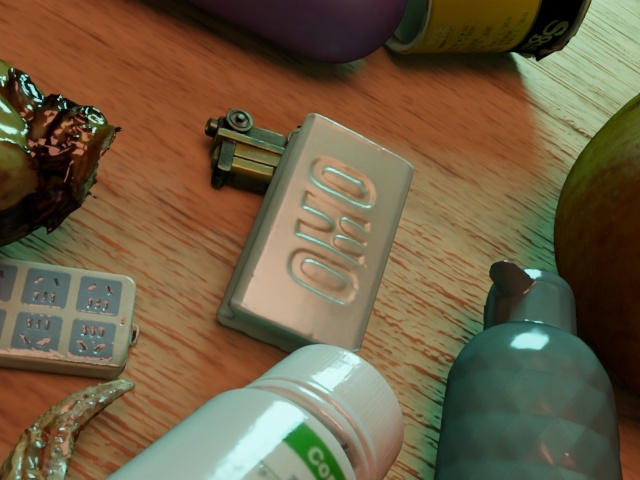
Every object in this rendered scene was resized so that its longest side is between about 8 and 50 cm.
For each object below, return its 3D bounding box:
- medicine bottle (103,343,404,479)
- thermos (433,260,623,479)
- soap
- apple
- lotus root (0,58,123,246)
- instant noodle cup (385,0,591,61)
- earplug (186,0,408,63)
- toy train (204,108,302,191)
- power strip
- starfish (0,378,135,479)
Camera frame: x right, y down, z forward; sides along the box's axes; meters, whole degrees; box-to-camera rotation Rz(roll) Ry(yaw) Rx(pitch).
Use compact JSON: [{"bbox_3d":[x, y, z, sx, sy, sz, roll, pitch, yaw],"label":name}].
[{"bbox_3d":[-0.044,0.166,0.416,0.139,0.139,0.237,47,32,9],"label":"medicine bottle"},{"bbox_3d":[0.182,0.164,0.555,0.182,0.144,0.287,48,43,-32],"label":"thermos"},{"bbox_3d":[0.000,0.000,0.589,0.119,0.066,0.198,25,65,-12],"label":"soap"},{"bbox_3d":[0.436,0.001,0.668,0.400,0.333,0.401,5,76,-20],"label":"apple"},{"bbox_3d":[-0.302,-0.073,0.470,0.313,0.142,0.169,13,22,-7],"label":"lotus root"},{"bbox_3d":[0.195,-0.330,0.853,0.236,0.216,0.216,-15,66,-22],"label":"instant noodle cup"},{"bbox_3d":[-0.108,-0.351,0.713,0.455,0.215,0.215,25,52,-12],"label":"earplug"},{"bbox_3d":[-0.058,-0.082,0.657,0.122,0.050,0.081,14,63,-17],"label":"toy train"},{"bbox_3d":[-0.233,0.055,0.494,0.192,0.035,0.082,11,55,-19],"label":"power strip"},{"bbox_3d":[-0.240,0.179,0.371,0.301,0.084,0.294,10,59,-27],"label":"starfish"}]
